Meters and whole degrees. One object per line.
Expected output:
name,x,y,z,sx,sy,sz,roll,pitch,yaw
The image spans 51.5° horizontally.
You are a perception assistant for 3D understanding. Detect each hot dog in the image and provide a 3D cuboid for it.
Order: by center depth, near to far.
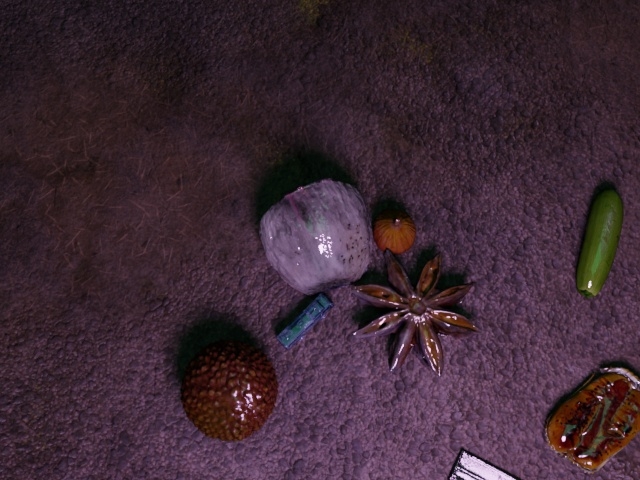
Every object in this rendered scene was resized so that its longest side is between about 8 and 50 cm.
hot dog,0.647,0.414,1.533,0.270,0.082,0.163,-39,77,-8

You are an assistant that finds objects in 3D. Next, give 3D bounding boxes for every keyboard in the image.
keyboard,0.425,0.578,1.533,0.250,0.017,0.087,26,79,12

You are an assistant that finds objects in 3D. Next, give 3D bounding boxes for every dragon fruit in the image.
dragon fruit,0.000,0.000,1.628,0.282,0.204,0.221,-20,70,-1

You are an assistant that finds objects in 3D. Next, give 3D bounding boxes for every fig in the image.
fig,0.179,-0.018,1.665,0.119,0.153,0.119,4,102,17

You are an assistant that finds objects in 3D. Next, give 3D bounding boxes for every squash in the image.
squash,0.696,0.002,1.647,0.082,0.082,0.293,17,76,9

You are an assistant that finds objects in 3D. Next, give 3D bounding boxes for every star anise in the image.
star anise,0.227,0.173,1.616,0.331,0.118,0.332,0,66,0

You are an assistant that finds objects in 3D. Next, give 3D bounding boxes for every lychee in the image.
lychee,-0.204,0.346,1.529,0.235,0.271,0.236,0,89,-20

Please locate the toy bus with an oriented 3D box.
toy bus,-0.037,0.201,1.649,0.166,0.065,0.047,-44,76,-8
